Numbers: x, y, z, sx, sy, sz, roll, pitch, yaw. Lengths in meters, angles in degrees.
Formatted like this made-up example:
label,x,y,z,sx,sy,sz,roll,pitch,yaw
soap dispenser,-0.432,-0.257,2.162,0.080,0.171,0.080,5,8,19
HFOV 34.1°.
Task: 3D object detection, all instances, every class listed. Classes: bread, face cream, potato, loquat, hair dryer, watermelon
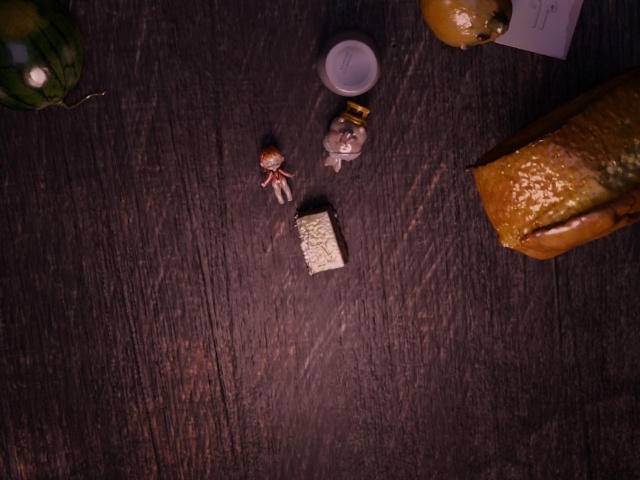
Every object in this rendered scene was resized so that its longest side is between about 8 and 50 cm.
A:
label,x,y,z,sx,sy,sz,roll,pitch,yaw
bread,0.451,-0.129,1.752,0.398,0.398,0.215,-32,95,7
face cream,0.051,-0.309,1.826,0.117,0.104,0.117,0,106,-1
potato,-0.001,-0.002,1.928,0.086,0.061,0.122,-16,103,6
loquat,0.250,-0.401,1.763,0.149,0.204,0.172,-32,142,-5
hair dryer,-0.437,-0.409,1.836,0.047,0.026,0.083,16,107,-4
watermelon,-0.516,-0.318,1.807,0.204,0.127,0.232,-20,107,5

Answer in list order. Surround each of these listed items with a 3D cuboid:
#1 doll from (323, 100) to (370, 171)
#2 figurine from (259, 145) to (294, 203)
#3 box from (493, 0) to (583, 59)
label,x,y,z,sx,sy,sz,roll,pitch,yaw
doll,0.046,-0.183,1.869,0.073,0.084,0.127,22,96,-5
figurine,-0.081,-0.120,1.905,0.064,0.047,0.109,-20,113,-3
box,0.382,-0.398,1.835,0.130,0.051,0.129,13,104,-4
